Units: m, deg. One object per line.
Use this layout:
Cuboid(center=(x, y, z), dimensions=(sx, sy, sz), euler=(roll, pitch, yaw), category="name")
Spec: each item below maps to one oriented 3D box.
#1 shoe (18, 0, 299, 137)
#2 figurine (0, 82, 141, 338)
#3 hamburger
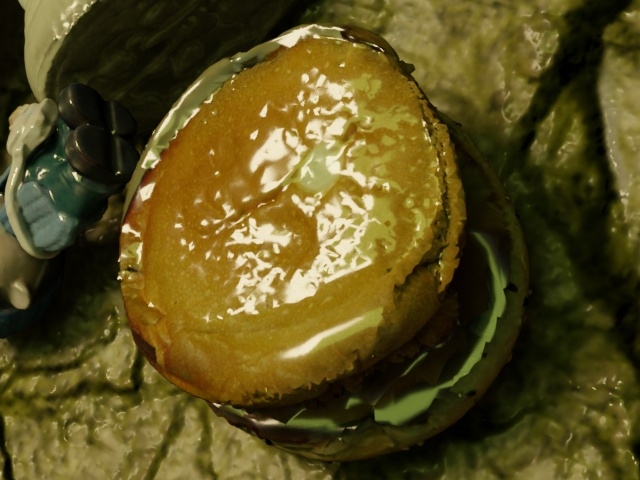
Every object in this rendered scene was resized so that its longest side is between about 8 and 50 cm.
Cuboid(center=(-0.051, -0.204, 0.762), dimensions=(0.316, 0.124, 0.159), euler=(-47, 52, 4), category="shoe")
Cuboid(center=(-0.143, -0.015, 0.735), dimensions=(0.149, 0.087, 0.086), euler=(-37, 55, 31), category="figurine")
Cuboid(center=(0.000, 0.000, 0.669), dimensions=(0.185, 0.113, 0.177), euler=(29, 91, 39), category="hamburger")
